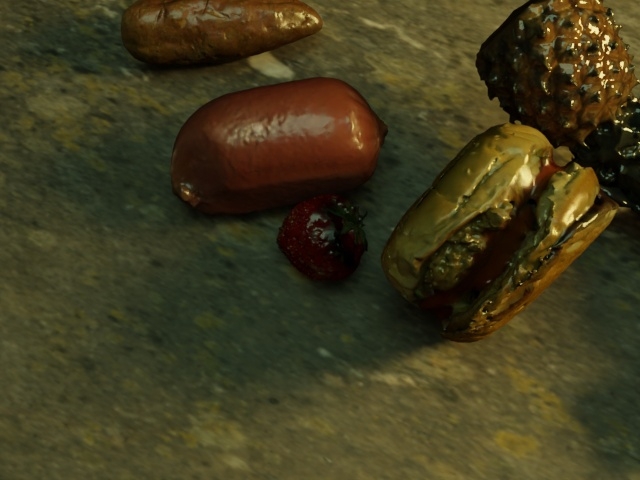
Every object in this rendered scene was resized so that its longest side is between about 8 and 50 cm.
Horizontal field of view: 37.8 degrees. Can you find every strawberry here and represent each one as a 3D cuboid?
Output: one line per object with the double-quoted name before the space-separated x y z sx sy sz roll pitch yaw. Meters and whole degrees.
"strawberry" -0.001 0.000 1.041 0.106 0.106 0.106 -1 64 2

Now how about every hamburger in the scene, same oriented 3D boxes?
"hamburger" 0.171 -0.008 0.956 0.244 0.244 0.163 -38 78 -15

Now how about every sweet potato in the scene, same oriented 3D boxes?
"sweet potato" -0.124 -0.273 1.180 0.251 0.097 0.097 -7 64 -5

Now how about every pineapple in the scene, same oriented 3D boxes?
"pineapple" 0.322 -0.106 1.011 0.165 0.165 0.364 -44 100 -17

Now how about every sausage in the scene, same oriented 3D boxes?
"sausage" -0.048 -0.111 1.067 0.254 0.148 0.148 -5 64 3
